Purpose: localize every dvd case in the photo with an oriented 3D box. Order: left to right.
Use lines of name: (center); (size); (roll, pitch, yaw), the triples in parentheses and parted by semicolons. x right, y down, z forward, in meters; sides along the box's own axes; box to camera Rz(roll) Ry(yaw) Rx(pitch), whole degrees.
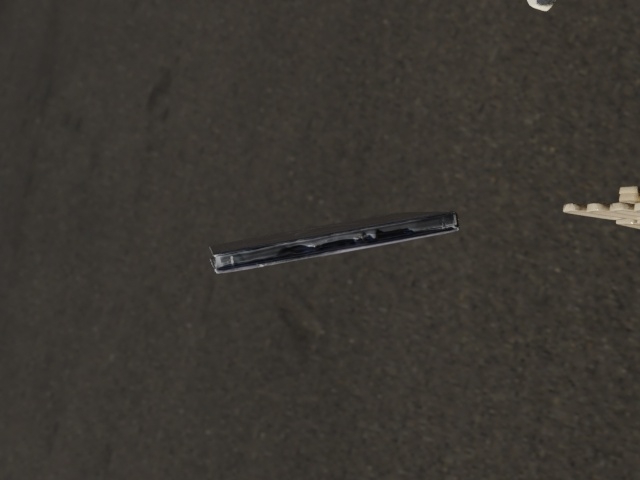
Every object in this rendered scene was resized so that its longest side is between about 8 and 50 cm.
dvd case: (0.000, 0.000, 0.917); (0.221, 0.165, 0.018); (-166, 66, -84)

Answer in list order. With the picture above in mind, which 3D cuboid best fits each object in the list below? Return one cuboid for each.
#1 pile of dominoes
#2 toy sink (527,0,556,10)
pile of dominoes: (0.373, -0.032, 1.135); (0.251, 0.196, 0.040); (0, 81, 60)
toy sink: (0.288, -0.318, 1.113); (0.152, 0.131, 0.234); (-97, 29, -50)
